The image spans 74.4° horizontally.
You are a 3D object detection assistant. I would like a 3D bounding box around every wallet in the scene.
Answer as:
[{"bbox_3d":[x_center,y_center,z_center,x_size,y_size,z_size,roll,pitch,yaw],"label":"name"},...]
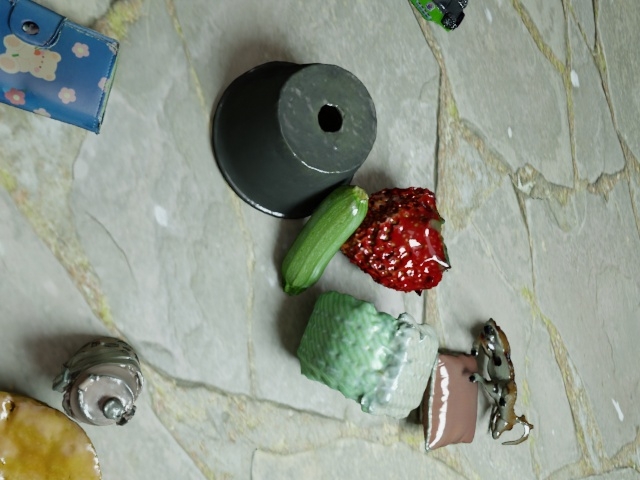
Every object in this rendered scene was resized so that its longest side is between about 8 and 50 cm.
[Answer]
[{"bbox_3d":[-0.375,-0.236,0.539,0.202,0.059,0.141,15,81,-25],"label":"wallet"}]

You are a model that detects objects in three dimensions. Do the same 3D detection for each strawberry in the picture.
[{"bbox_3d":[0.121,-0.003,0.732,0.202,0.184,0.186,4,92,3],"label":"strawberry"}]

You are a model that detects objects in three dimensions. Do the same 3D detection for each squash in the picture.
[{"bbox_3d":[0.000,0.000,0.675,0.068,0.077,0.219,8,124,-47],"label":"squash"}]

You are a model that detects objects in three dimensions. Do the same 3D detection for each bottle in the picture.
[{"bbox_3d":[-0.275,0.179,0.532,0.099,0.152,0.098,0,90,-25],"label":"bottle"}]

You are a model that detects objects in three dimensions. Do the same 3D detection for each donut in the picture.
[{"bbox_3d":[-0.406,0.299,0.490,0.278,0.108,0.277,0,89,-26],"label":"donut"}]

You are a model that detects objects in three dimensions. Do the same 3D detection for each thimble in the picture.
[{"bbox_3d":[0.075,0.178,0.670,0.219,0.219,0.150,25,79,-24],"label":"thimble"}]

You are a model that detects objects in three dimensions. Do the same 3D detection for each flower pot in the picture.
[{"bbox_3d":[-0.018,-0.171,0.659,0.269,0.166,0.269,1,88,-28],"label":"flower pot"}]

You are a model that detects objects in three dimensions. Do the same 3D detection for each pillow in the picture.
[{"bbox_3d":[0.252,0.310,0.828,0.171,0.075,0.179,17,75,-43],"label":"pillow"}]

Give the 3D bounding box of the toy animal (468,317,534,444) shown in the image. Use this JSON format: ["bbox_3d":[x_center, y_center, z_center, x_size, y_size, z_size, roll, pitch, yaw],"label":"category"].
[{"bbox_3d":[0.374,0.291,0.858,0.260,0.087,0.243,32,63,-49],"label":"toy animal"}]

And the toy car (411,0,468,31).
[{"bbox_3d":[0.219,-0.490,0.835,0.165,0.062,0.071,39,74,-20],"label":"toy car"}]
